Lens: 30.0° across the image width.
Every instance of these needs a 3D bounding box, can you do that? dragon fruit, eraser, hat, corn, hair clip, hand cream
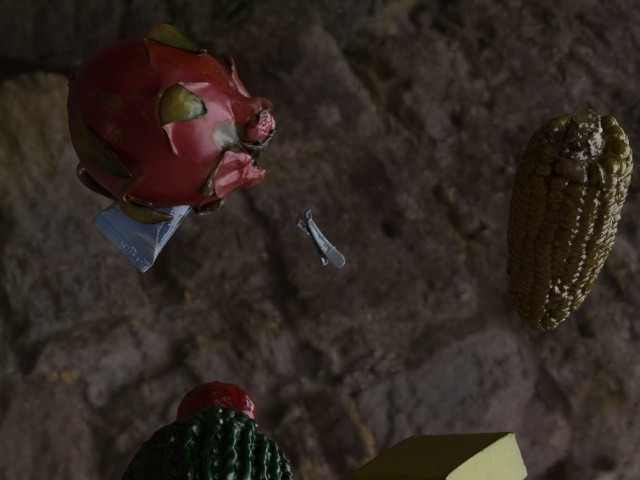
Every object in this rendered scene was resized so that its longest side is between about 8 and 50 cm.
[{"bbox_3d":[-0.174,-0.128,1.353,0.227,0.224,0.224,35,-40,28],"label":"dragon fruit"},{"bbox_3d":[0.097,0.200,1.010,0.122,0.097,0.045,-13,-84,46],"label":"eraser"},{"bbox_3d":[-0.164,0.314,1.691,0.242,0.274,0.332,43,27,-28],"label":"hat"},{"bbox_3d":[0.256,-0.019,1.277,0.321,0.119,0.119,94,-27,-49],"label":"corn"},{"bbox_3d":[0.001,-0.001,1.690,0.039,0.030,0.115,21,-21,38],"label":"hair clip"},{"bbox_3d":[-0.175,-0.079,1.526,0.091,0.271,0.058,49,-35,-14],"label":"hand cream"}]
